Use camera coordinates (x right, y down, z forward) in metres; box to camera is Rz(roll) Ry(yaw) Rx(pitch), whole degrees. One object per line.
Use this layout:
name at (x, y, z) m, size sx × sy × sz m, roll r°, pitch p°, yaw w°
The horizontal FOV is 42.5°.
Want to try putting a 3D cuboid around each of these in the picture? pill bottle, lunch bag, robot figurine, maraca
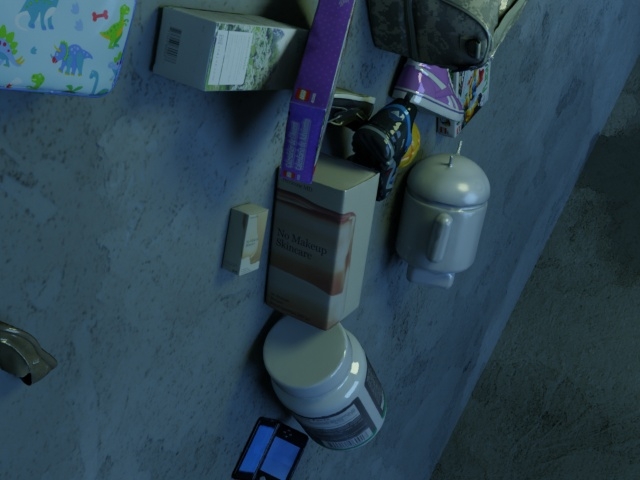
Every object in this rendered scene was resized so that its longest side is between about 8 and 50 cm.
pill bottle at (0.012, 0.297, 1.738) m, size 0.204 × 0.204 × 0.361 m, roll -57°, pitch 152°, yaw -20°
lunch bag at (0.267, -0.474, 1.569) m, size 0.305 × 0.256 × 0.212 m, roll -52°, pitch 149°, yaw -27°
robot figurine at (0.294, -0.059, 1.993) m, size 0.300 × 0.199 × 0.353 m, roll -76°, pitch 175°, yaw -64°
lunch bag at (-0.300, -0.248, 0.879) m, size 0.219 × 0.090 × 0.176 m, roll -10°, pitch 119°, yaw -59°
maraca at (0.161, -0.208, 1.758) m, size 0.127 × 0.099 × 0.186 m, roll -56°, pitch 180°, yaw 11°

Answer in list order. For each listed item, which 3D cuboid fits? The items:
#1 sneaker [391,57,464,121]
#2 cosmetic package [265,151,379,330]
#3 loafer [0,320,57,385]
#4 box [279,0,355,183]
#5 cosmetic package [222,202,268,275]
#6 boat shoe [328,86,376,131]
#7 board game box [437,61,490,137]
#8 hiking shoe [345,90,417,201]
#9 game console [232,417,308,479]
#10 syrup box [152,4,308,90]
sneaker at (0.267, -0.359, 1.834) m, size 0.282 × 0.102 × 0.161 m, roll 7°, pitch 100°, yaw -62°
cosmetic package at (0.000, 0.000, 1.554) m, size 0.129 × 0.153 × 0.296 m, roll -32°, pitch 135°, yaw -51°
loafer at (-0.387, 0.146, 1.053) m, size 0.050 × 0.056 × 0.148 m, roll -63°, pitch 154°, yaw -23°
box at (0.000, -0.264, 1.291) m, size 0.201 × 0.057 × 0.293 m, roll 103°, pitch 0°, yaw -61°
cosmetic package at (-0.131, -0.003, 1.430) m, size 0.060 × 0.041 × 0.115 m, roll -22°, pitch 129°, yaw -54°
boat shoe at (0.035, -0.241, 1.509) m, size 0.233 × 0.084 × 0.079 m, roll -4°, pitch 115°, yaw -65°
board game box at (0.350, -0.424, 1.986) m, size 0.193 × 0.053 × 0.305 m, roll -48°, pitch 147°, yaw -35°
hiking shoe at (0.126, -0.169, 1.600) m, size 0.132 × 0.113 × 0.304 m, roll -48°, pitch 175°, yaw -14°
game console at (-0.106, 0.471, 1.792) m, size 0.085 × 0.124 × 0.144 m, roll 112°, pitch 4°, yaw -84°
syrup box at (-0.122, -0.272, 1.181) m, size 0.237 × 0.096 × 0.093 m, roll -20°, pitch 128°, yaw -59°
